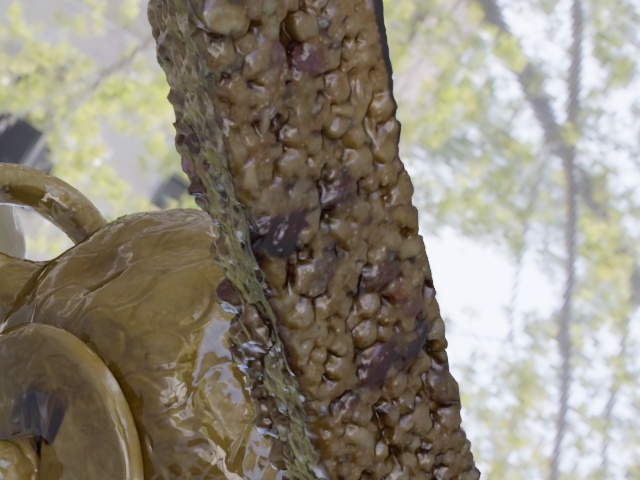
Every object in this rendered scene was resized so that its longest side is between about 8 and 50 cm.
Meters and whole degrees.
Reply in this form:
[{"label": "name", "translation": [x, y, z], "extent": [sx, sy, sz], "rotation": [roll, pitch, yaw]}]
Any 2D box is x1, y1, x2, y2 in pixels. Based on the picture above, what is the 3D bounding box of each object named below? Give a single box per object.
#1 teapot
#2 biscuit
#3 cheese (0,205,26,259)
[{"label": "teapot", "translation": [-0.092, 0.081, 0.727], "extent": [0.167, 0.311, 0.203], "rotation": [-4, 143, -47]}, {"label": "biscuit", "translation": [0.000, 0.000, 0.480], "extent": [0.064, 0.199, 0.034], "rotation": [-27, -151, -26]}, {"label": "cheese", "translation": [-0.320, -0.016, 1.147], "extent": [0.117, 0.235, 0.218], "rotation": [-110, -150, -75]}]
